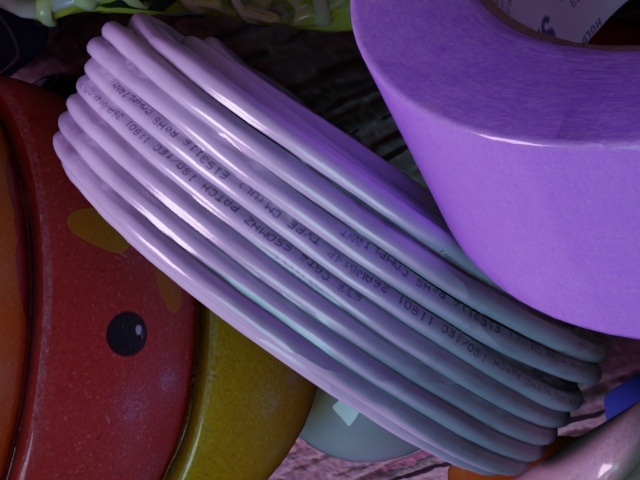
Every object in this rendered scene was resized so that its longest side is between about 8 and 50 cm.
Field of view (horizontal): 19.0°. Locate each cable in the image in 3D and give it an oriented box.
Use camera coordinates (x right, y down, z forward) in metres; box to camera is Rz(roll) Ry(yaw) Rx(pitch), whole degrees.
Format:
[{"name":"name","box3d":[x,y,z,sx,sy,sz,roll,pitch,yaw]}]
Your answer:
[{"name":"cable","box3d":[0.000,0.000,0.812,0.257,0.089,0.257,33,-175,-39]}]

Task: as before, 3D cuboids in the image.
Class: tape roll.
[{"name":"tape roll","box3d":[0.152,-0.094,0.657,0.275,0.275,0.090,2,135,36]}]

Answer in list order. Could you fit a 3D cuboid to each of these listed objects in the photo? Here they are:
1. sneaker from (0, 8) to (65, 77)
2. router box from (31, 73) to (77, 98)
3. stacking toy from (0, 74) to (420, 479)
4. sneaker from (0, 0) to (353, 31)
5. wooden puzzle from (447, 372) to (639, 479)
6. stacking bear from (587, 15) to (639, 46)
[{"name":"sneaker","box3d":[-0.304,-0.088,1.099,0.316,0.182,0.127,-2,135,39]},{"name":"router box","box3d":[-0.150,-0.023,1.140,0.038,0.092,0.122,-11,127,48]},{"name":"stacking toy","box3d":[-0.122,0.045,1.008,0.480,0.350,0.350,3,159,-31]},{"name":"sneaker","box3d":[-0.069,-0.146,0.877,0.385,0.147,0.145,14,140,21]},{"name":"wooden puzzle","box3d":[0.202,0.121,0.948,0.348,0.080,0.322,2,156,-26]},{"name":"stacking bear","box3d":[0.193,-0.034,0.818,0.289,0.164,0.175,9,140,36]}]
